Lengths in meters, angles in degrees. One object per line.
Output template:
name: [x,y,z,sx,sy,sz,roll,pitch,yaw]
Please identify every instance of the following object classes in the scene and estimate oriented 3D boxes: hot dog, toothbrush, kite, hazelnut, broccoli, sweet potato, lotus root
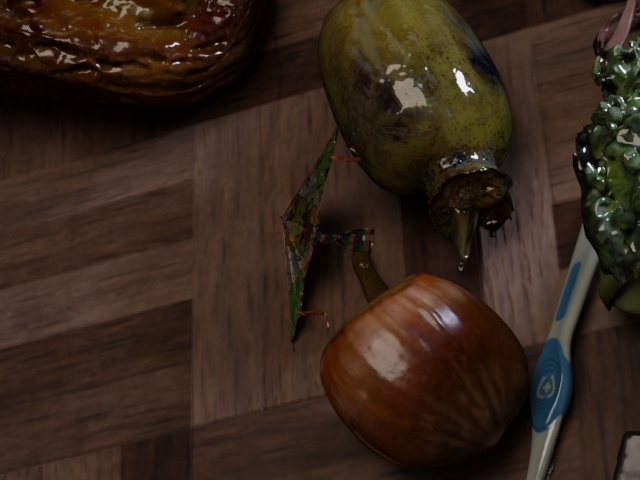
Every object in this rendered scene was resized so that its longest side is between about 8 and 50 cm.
hot dog: [-0.238,-0.250,1.902,0.387,0.174,0.267,9,64,30]
toothbrush: [0.185,0.110,1.533,0.040,0.040,0.386,4,56,29]
kite: [0.000,0.000,1.634,0.244,0.006,0.198,-160,80,-71]
hazelnut: [0.083,0.103,1.513,0.150,0.150,0.150,-13,53,18]
broccoli: [0.292,-0.029,1.457,0.288,0.245,0.248,-12,47,-20]
sweet potato: [0.046,0.039,1.653,0.026,0.026,0.115,-32,49,3]
lotus root: [0.090,-0.108,1.651,0.154,0.154,0.278,-27,54,7]

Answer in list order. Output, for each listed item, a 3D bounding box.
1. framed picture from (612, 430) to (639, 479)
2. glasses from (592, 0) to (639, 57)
framed picture: [0.342,0.270,1.317,0.347,0.016,0.265,3,69,29]
glasses: [0.298,-0.246,1.685,0.162,0.095,0.255,-15,54,6]
